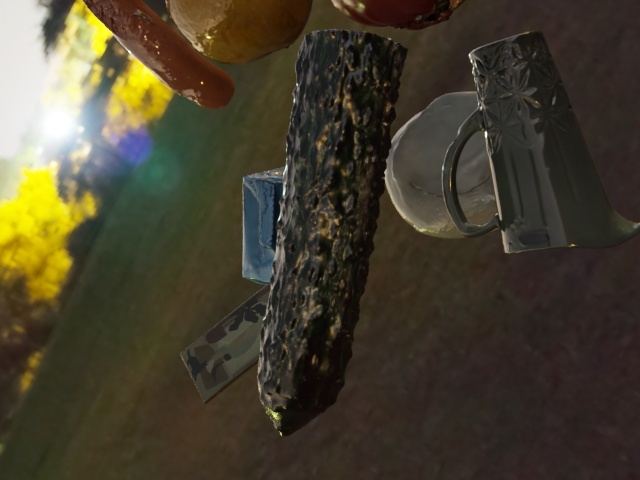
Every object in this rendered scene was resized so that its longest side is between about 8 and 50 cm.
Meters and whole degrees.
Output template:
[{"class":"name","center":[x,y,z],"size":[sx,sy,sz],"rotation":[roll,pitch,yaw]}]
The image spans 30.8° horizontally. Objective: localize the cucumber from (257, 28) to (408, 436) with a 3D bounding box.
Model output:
[{"class":"cucumber","center":[0.000,0.000,1.014],"size":[0.096,0.096,0.359],"rotation":[-158,77,-80]}]

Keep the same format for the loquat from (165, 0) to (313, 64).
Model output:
[{"class":"loquat","center":[-0.113,-0.350,1.631],"size":[0.208,0.208,0.208],"rotation":[-59,11,18]}]

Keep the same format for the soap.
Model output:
[{"class":"soap","center":[-0.020,-0.033,1.634],"size":[0.293,0.077,0.156],"rotation":[-17,-69,-60]}]

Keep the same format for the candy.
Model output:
[{"class":"candy","center":[0.260,-0.124,2.060],"size":[0.295,0.296,0.185],"rotation":[-64,-30,-8]}]

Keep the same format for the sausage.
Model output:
[{"class":"sausage","center":[-0.263,-0.319,1.769],"size":[0.087,0.326,0.079],"rotation":[-49,14,-13]}]

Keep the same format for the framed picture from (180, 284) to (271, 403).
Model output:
[{"class":"framed picture","center":[-0.134,0.166,1.924],"size":[0.201,0.010,0.136],"rotation":[-39,38,1]}]

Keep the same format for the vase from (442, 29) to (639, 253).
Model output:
[{"class":"vase","center":[0.278,-0.122,1.569],"size":[0.251,0.300,0.156],"rotation":[-15,4,15]}]

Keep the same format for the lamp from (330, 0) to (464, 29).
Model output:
[{"class":"lamp","center":[0.103,-0.357,1.407],"size":[0.227,0.227,0.227],"rotation":[-59,11,18]}]
